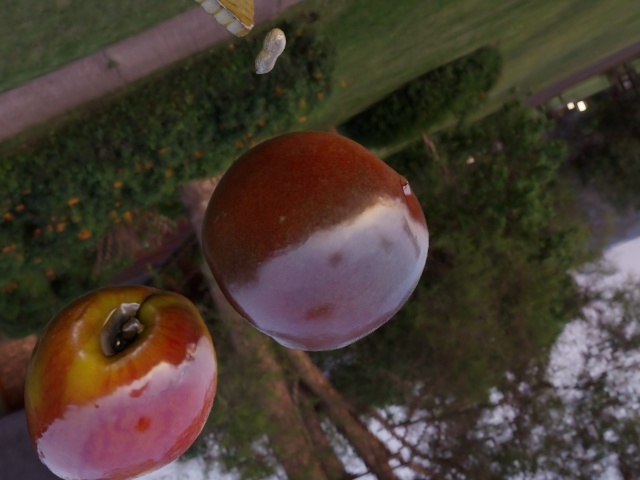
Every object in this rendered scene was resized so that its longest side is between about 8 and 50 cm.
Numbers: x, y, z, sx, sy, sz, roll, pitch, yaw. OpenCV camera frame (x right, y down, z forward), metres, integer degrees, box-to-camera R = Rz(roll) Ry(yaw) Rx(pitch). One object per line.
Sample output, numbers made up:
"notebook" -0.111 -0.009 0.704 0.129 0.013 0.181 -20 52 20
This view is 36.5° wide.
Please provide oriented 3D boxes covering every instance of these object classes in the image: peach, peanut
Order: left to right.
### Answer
"peach" -0.257 0.190 1.275 0.281 0.238 0.281 -57 164 -27
"peanut" -0.081 -0.297 1.532 0.037 0.037 0.083 -18 151 -52
"peach" 0.000 0.000 1.096 0.252 0.252 0.252 -23 176 -2

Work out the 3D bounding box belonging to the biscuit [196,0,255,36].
"biscuit" -0.152 -0.317 0.913 0.029 0.172 0.254 -27 132 28
